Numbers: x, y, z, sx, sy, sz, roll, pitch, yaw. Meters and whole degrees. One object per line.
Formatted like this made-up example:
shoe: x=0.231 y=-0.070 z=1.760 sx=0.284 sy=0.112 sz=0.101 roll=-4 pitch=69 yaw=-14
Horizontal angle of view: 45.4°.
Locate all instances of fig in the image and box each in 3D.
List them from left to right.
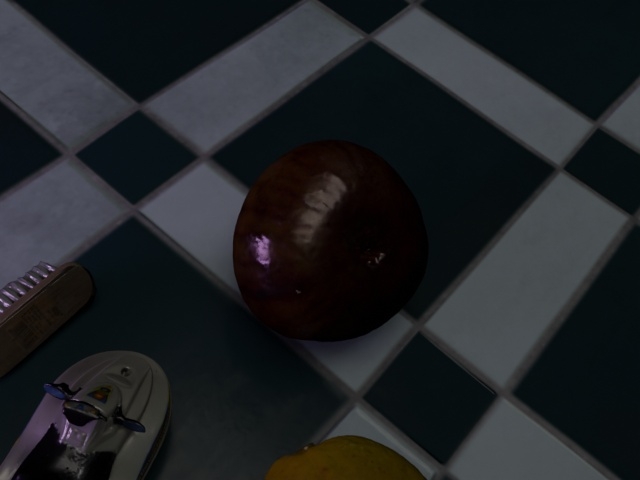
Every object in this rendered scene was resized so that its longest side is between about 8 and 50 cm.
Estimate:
fig: x=0.009 y=0.004 z=0.893 sx=0.235 sy=0.214 sz=0.235 roll=17 pitch=60 yaw=-31

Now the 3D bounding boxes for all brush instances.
brush: x=-0.383 y=0.131 z=0.812 sx=0.065 sy=0.070 sz=0.327 roll=25 pitch=55 yaw=29

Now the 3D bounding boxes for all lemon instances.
lemon: x=0.037 y=0.282 z=0.726 sx=0.170 sy=0.170 sz=0.207 roll=-33 pitch=72 yaw=-28

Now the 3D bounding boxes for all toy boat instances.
toy boat: x=-0.244 y=0.220 z=0.737 sx=0.140 sy=0.141 sz=0.269 roll=24 pitch=70 yaw=5
